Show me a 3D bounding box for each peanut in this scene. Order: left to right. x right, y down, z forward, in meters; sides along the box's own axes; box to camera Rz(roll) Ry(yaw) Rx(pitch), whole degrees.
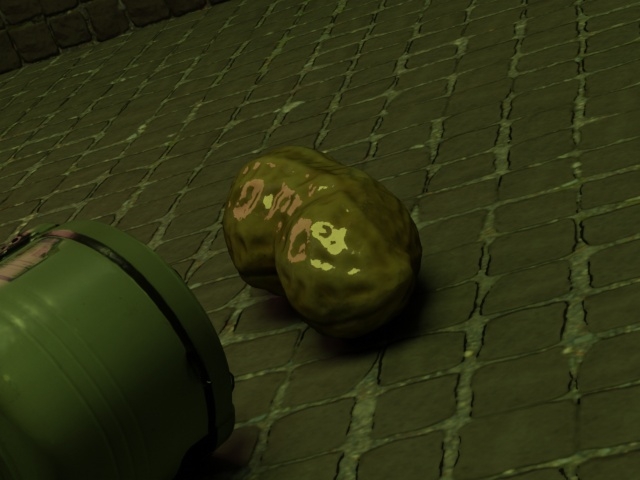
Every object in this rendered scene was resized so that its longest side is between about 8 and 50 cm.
[{"bbox_3d":[0.000,0.000,1.382,0.147,0.147,0.305,-27,25,-18],"label":"peanut"}]

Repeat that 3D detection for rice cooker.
[{"bbox_3d":[-0.195,0.110,1.148,0.226,0.226,0.244,2,33,48],"label":"rice cooker"}]
